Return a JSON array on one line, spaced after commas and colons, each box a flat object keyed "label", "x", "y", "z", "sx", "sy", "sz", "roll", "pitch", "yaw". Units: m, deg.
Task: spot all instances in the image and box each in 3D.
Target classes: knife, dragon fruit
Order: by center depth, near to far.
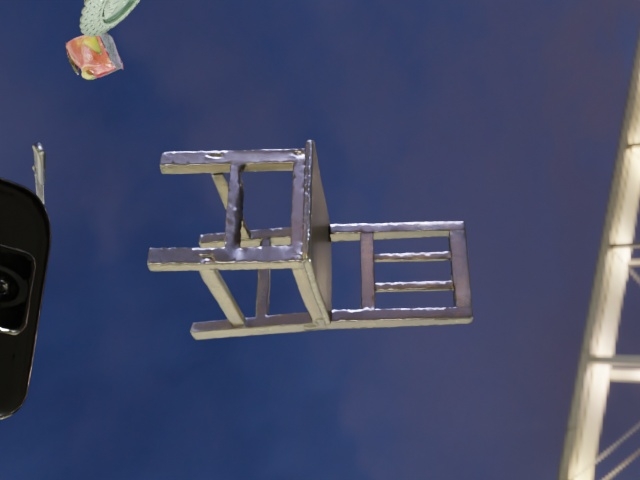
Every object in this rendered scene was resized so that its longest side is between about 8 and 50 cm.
[{"label": "knife", "x": -0.278, "y": -0.059, "z": 0.877, "sx": 0.010, "sy": 0.170, "sz": 0.023, "roll": -20, "pitch": -102, "yaw": -22}, {"label": "dragon fruit", "x": -0.297, "y": -0.239, "z": 1.155, "sx": 0.083, "sy": 0.060, "sz": 0.056, "roll": -97, "pitch": -10, "yaw": -79}]

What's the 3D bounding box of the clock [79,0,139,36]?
[{"label": "clock", "x": -0.130, "y": -0.164, "z": 0.580, "sx": 0.010, "sy": 0.083, "sz": 0.074, "roll": 43, "pitch": -134, "yaw": 0}]

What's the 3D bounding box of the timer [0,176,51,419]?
[{"label": "timer", "x": -0.232, "y": 0.015, "z": 0.473, "sx": 0.187, "sy": 0.055, "sz": 0.144, "roll": 23, "pitch": -117, "yaw": -47}]

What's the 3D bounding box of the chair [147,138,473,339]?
[{"label": "chair", "x": 0.000, "y": 0.000, "z": 1.247, "sx": 0.240, "sy": 0.416, "sz": 0.203, "roll": 76, "pitch": -168, "yaw": -54}]
